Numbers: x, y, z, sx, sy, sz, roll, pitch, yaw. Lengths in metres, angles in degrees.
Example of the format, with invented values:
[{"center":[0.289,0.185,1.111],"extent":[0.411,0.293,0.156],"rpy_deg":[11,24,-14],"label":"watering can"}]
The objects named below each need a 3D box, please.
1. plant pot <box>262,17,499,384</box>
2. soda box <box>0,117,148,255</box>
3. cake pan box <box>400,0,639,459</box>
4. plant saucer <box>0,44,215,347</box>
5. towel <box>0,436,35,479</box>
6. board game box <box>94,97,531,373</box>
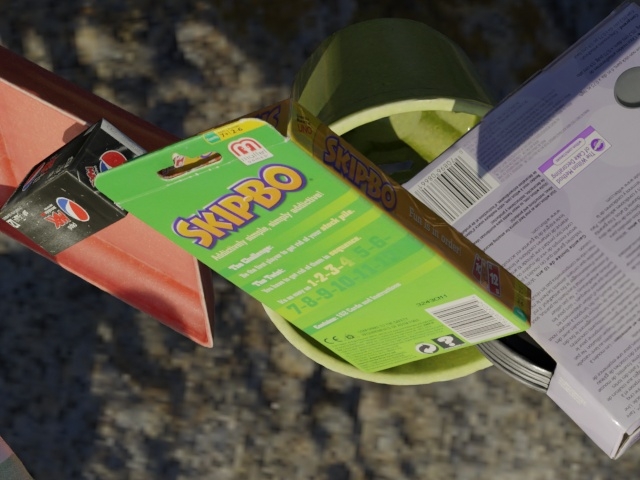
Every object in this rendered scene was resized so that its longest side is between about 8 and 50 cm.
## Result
[{"center":[0.070,-0.060,1.636],"extent":[0.276,0.276,0.254],"rpy_deg":[52,16,-29],"label":"plant pot"},{"center":[-0.185,-0.038,1.439],"extent":[0.060,0.169,0.053],"rpy_deg":[38,66,-16],"label":"soda box"},{"center":[0.216,-0.010,1.364],"extent":[0.267,0.246,0.070],"rpy_deg":[-40,160,-17],"label":"cake pan box"},{"center":[-0.193,-0.048,1.573],"extent":[0.048,0.259,0.258],"rpy_deg":[-51,156,-26],"label":"plant saucer"},{"center":[-0.407,0.156,1.501],"extent":[0.248,0.038,0.325],"rpy_deg":[-39,89,-28],"label":"towel"},{"center":[0.000,0.000,1.080],"extent":[0.259,0.124,0.039],"rpy_deg":[34,49,-43],"label":"board game box"}]
